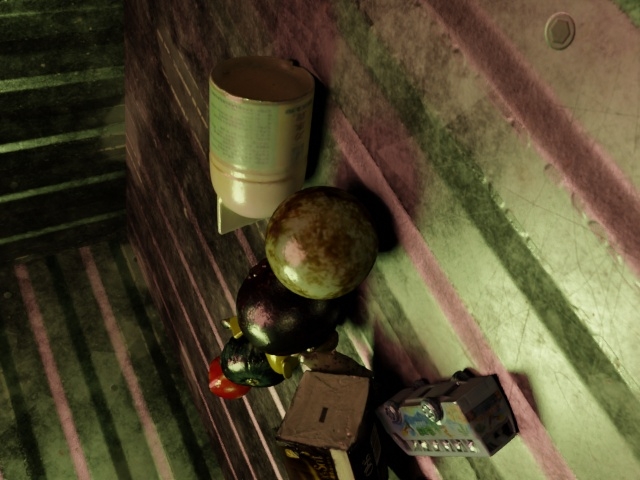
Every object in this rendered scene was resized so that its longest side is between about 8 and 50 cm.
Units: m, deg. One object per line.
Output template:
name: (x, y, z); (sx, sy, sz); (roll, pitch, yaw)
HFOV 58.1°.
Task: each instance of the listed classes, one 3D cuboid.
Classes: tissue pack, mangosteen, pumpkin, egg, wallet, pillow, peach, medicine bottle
tissue pack: (0.042, 0.496, 1.345); (0.198, 0.210, 0.370); (6, 129, 22)
mangosteen: (-0.067, 0.167, 1.430); (0.288, 0.288, 0.288); (40, 138, 47)
pumpkin: (-0.208, 0.385, 1.855); (0.233, 0.233, 0.163); (122, 152, -56)
egg: (0.000, 0.000, 1.229); (0.289, 0.238, 0.238); (-120, 19, -75)
wallet: (-0.099, 0.821, 2.119); (0.285, 0.030, 0.146); (30, 128, 52)
pillow: (0.061, 0.311, 1.375); (0.093, 0.241, 0.051); (-45, 24, 30)
peach: (-0.359, 0.536, 2.267); (0.190, 0.192, 0.190); (12, 104, 59)
medicine bottle: (-0.147, -0.205, 1.380); (0.236, 0.235, 0.406); (49, 145, 39)

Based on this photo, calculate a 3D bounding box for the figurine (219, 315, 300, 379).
figurine: (-0.144, 0.261, 1.699); (0.326, 0.218, 0.169); (33, 157, 57)

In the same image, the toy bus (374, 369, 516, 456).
toy bus: (0.234, 0.349, 1.136); (0.136, 0.109, 0.329); (59, 153, 6)
